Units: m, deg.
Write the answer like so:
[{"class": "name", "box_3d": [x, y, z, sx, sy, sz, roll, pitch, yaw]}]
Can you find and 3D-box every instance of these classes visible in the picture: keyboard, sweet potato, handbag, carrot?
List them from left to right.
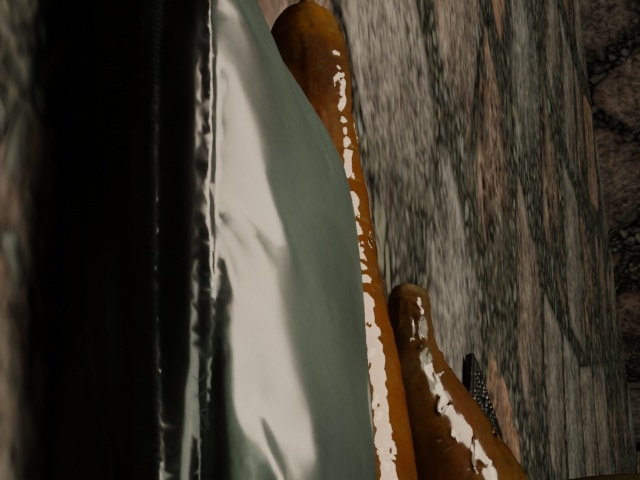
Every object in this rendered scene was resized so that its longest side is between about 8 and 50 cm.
[{"class": "handbag", "box_3d": [-0.025, 0.078, 0.490, 0.191, 0.075, 0.332, 62, 23, -67]}, {"class": "carrot", "box_3d": [0.000, 0.000, 0.645, 0.061, 0.061, 0.209, 49, 34, -68]}, {"class": "sweet potato", "box_3d": [0.072, 0.192, 0.773, 0.112, 0.112, 0.359, -44, 126, -73]}, {"class": "keyboard", "box_3d": [0.120, 0.139, 1.198, 0.155, 0.010, 0.053, 66, 25, -55]}]

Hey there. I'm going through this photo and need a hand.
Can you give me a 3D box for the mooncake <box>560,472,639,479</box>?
[{"class": "mooncake", "box_3d": [0.099, 0.228, 0.585, 0.284, 0.156, 0.284, 173, -90, -79]}]
